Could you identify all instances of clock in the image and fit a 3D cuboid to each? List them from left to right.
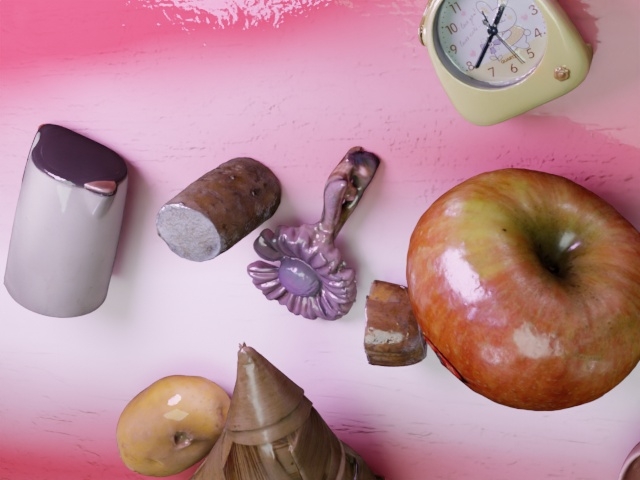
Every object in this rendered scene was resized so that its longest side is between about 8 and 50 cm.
[{"bbox_3d":[0.199,-0.258,1.014,0.170,0.069,0.232,-21,111,36],"label":"clock"}]

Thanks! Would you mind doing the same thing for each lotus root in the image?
[{"bbox_3d":[0.107,0.117,1.235,0.081,0.112,0.122,-3,146,14],"label":"lotus root"}]

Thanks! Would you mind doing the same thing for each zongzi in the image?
[{"bbox_3d":[-0.180,0.359,1.387,0.500,0.218,0.467,-16,117,28],"label":"zongzi"}]

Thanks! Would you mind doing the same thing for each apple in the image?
[{"bbox_3d":[0.247,0.067,1.049,0.277,0.309,0.250,-7,143,-13],"label":"apple"}]

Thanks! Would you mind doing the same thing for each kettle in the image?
[{"bbox_3d":[-0.410,-0.042,1.362,0.240,0.165,0.255,43,129,34],"label":"kettle"}]

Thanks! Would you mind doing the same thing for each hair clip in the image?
[{"bbox_3d":[-0.002,0.002,1.247,0.173,0.069,0.300,29,123,7],"label":"hair clip"}]

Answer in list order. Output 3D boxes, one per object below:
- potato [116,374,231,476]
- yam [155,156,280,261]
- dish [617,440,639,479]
[{"bbox_3d":[-0.252,0.307,1.472,0.234,0.150,0.146,-40,59,23],"label":"potato"},{"bbox_3d":[-0.143,-0.042,1.214,0.107,0.194,0.107,10,117,21],"label":"yam"},{"bbox_3d":[0.512,0.332,1.179,0.213,0.090,0.213,11,122,19],"label":"dish"}]
